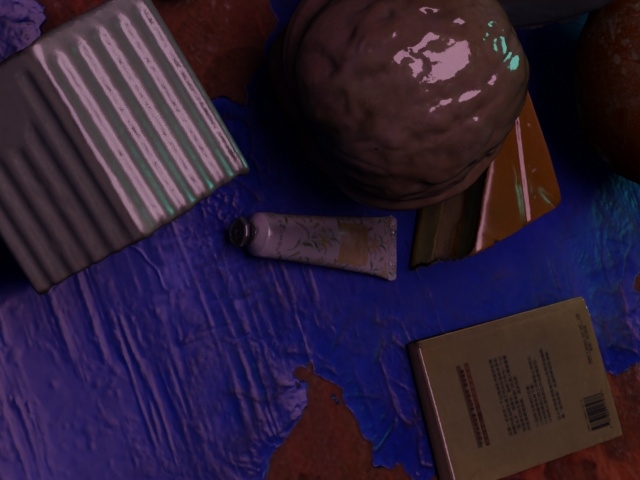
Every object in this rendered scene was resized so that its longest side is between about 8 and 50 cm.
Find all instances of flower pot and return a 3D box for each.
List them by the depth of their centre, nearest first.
[{"bbox_3d":[-0.197,-0.088,1.384,0.190,0.239,0.209,58,26,-7],"label":"flower pot"}]

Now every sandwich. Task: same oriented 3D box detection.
[{"bbox_3d":[0.142,-0.085,1.644,0.144,0.117,0.187,-22,93,-36],"label":"sandwich"}]

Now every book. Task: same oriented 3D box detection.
[{"bbox_3d":[0.204,0.159,1.689,0.231,0.026,0.161,-12,86,-33],"label":"book"}]

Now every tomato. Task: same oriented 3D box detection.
[{"bbox_3d":[0.396,-0.184,1.722,0.270,0.222,0.270,-21,115,-59],"label":"tomato"}]

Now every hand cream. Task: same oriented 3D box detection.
[{"bbox_3d":[0.000,0.000,1.588,0.194,0.042,0.067,5,77,-35],"label":"hand cream"}]

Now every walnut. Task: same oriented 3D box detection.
[{"bbox_3d":[0.079,-0.154,1.541,0.248,0.248,0.248,7,77,-30],"label":"walnut"}]

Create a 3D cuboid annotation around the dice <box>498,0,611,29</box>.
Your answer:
[{"bbox_3d":[0.172,-0.377,1.633,0.268,0.264,0.263,10,75,-29],"label":"dice"}]
